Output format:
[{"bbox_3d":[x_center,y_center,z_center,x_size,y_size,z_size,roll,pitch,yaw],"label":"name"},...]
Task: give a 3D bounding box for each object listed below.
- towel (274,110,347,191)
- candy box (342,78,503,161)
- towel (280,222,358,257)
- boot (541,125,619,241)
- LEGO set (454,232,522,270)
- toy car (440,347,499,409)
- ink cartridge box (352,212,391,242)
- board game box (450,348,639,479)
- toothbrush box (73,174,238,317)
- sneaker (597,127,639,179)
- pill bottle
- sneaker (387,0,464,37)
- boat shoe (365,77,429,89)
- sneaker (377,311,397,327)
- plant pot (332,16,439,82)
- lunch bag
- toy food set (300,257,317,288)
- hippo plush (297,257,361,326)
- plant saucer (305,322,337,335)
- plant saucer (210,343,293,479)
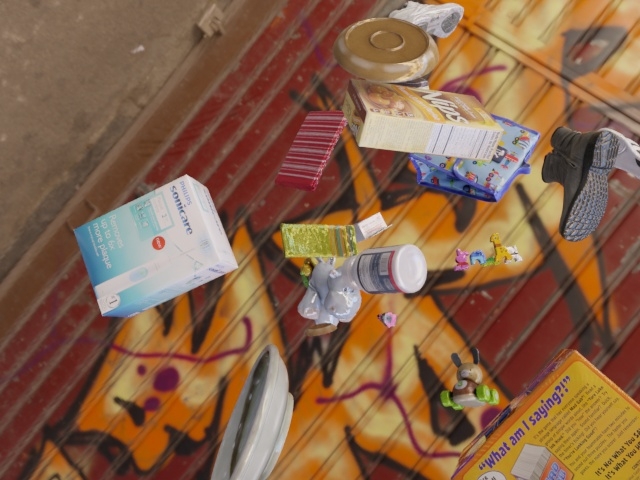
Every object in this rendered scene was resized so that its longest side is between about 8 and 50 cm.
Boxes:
[{"bbox_3d":[-0.028,-0.283,1.896,0.031,0.199,0.274,34,77,-40],"label":"towel"},{"bbox_3d":[0.223,-0.271,1.358,0.317,0.183,0.087,3,127,-15],"label":"candy box"},{"bbox_3d":[0.000,0.000,1.722,0.237,0.102,0.021,1,158,-29],"label":"towel"},{"bbox_3d":[0.542,-0.124,1.313,0.161,0.084,0.246,-152,-103,-69],"label":"boot"},{"bbox_3d":[0.553,0.031,1.992,0.227,0.093,0.087,-7,166,-5],"label":"LEGO set"},{"bbox_3d":[0.493,0.458,2.030,0.155,0.188,0.149,-19,149,32],"label":"toy car"},{"bbox_3d":[0.155,-0.040,2.093,0.104,0.061,0.181,-29,-178,-29],"label":"ink cartridge box"},{"bbox_3d":[0.543,0.480,1.280,0.356,0.356,0.356,-48,161,5],"label":"board game box"},{"bbox_3d":[-0.368,0.019,1.367,0.296,0.216,0.126,-24,168,6],"label":"toothbrush box"},{"bbox_3d":[0.856,-0.239,1.671,0.121,0.217,0.079,-33,160,-49],"label":"sneaker"},{"bbox_3d":[0.138,0.068,1.367,0.180,0.108,0.108,-8,-156,48],"label":"pill bottle"},{"bbox_3d":[0.264,-0.570,1.530,0.232,0.115,0.090,-23,148,-34],"label":"sneaker"},{"bbox_3d":[0.249,-0.548,2.007,0.103,0.285,0.092,-15,119,-26],"label":"boat shoe"},{"bbox_3d":[0.199,0.243,1.882,0.119,0.057,0.047,33,70,-67],"label":"sneaker"},{"bbox_3d":[0.145,-0.430,1.335,0.236,0.236,0.032,-42,153,-30],"label":"plant pot"},{"bbox_3d":[0.426,-0.224,1.627,0.221,0.293,0.138,-52,143,-15],"label":"lunch bag"},{"bbox_3d":[-0.018,0.174,2.321,0.071,0.217,0.128,-34,-167,-36],"label":"toy food set"},{"bbox_3d":[0.080,0.165,2.051,0.237,0.234,0.294,-10,-112,59],"label":"hippo plush"},{"bbox_3d":[0.000,0.224,1.537,0.084,0.015,0.083,-11,-177,1],"label":"plant saucer"},{"bbox_3d":[-0.148,0.447,1.428,0.400,0.101,0.400,-158,-90,-81],"label":"plant saucer"}]
